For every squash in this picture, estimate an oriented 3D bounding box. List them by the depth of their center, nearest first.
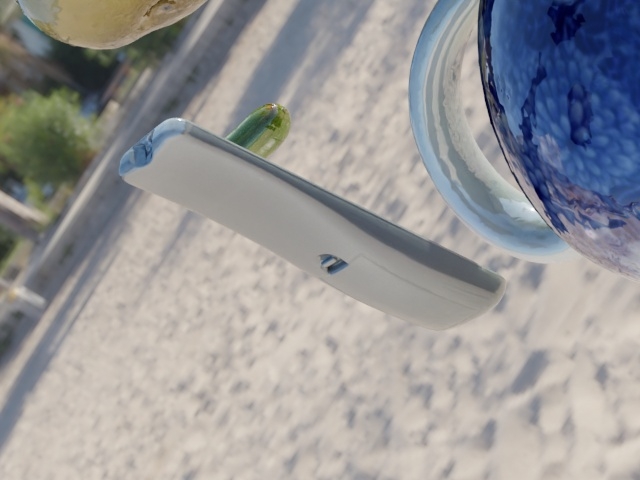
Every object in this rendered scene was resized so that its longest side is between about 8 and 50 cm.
[{"bbox_3d":[-0.048,-0.049,0.780,0.083,0.027,0.027,-35,20,26],"label":"squash"}]

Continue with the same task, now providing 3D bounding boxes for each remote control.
[{"bbox_3d":[0.000,0.000,0.593,0.050,0.184,0.027,-32,41,46],"label":"remote control"}]

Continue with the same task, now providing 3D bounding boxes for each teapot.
[{"bbox_3d":[0.198,-0.060,0.538,0.424,0.280,0.252,-8,26,48],"label":"teapot"}]

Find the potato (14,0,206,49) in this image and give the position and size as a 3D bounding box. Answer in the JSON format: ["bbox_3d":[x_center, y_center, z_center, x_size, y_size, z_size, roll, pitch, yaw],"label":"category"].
[{"bbox_3d":[-0.177,-0.285,1.167,0.285,0.242,0.242,-22,-2,-20],"label":"potato"}]
